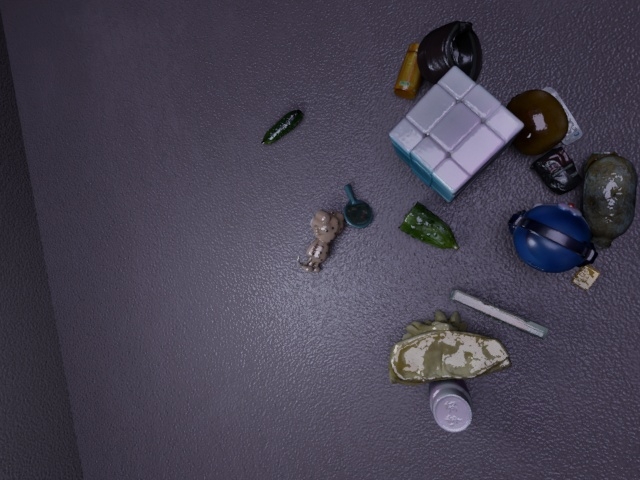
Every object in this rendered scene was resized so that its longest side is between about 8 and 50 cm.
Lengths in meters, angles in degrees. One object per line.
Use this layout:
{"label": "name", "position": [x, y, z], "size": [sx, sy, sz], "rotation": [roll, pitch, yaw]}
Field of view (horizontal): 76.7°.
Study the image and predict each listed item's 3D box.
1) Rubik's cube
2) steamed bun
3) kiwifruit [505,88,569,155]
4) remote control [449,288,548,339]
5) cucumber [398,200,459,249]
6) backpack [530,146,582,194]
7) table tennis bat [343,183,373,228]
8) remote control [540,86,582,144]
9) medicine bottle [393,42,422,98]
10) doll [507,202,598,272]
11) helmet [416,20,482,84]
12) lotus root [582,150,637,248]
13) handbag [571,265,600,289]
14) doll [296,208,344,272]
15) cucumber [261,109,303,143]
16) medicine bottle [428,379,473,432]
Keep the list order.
{"label": "Rubik's cube", "position": [0.479, -0.364, 1.478], "size": [0.319, 0.322, 0.316], "rotation": [-46, 79, 9]}
{"label": "steamed bun", "position": [0.451, 0.390, 1.514], "size": [0.426, 0.189, 0.248], "rotation": [-13, 81, 7]}
{"label": "kiwifruit", "position": [0.774, -0.433, 1.472], "size": [0.195, 0.196, 0.234], "rotation": [-35, 78, 10]}
{"label": "remote control", "position": [0.650, 0.269, 1.496], "size": [0.343, 0.145, 0.050], "rotation": [24, 89, 15]}
{"label": "cucumber", "position": [0.435, -0.040, 1.578], "size": [0.244, 0.134, 0.134], "rotation": [37, 96, 10]}
{"label": "backpack", "position": [0.873, -0.254, 1.481], "size": [0.120, 0.106, 0.165], "rotation": [-38, 77, 6]}
{"label": "table tennis bat", "position": [0.143, -0.143, 1.685], "size": [0.124, 0.033, 0.201], "rotation": [-15, 74, -15]}
{"label": "remote control", "position": [0.890, -0.470, 1.522], "size": [0.073, 0.044, 0.229], "rotation": [-33, 88, 22]}
{"label": "medicine bottle", "position": [0.369, -0.681, 1.633], "size": [0.096, 0.096, 0.192], "rotation": [19, 93, 14]}
{"label": "doll", "position": [0.785, -0.011, 1.390], "size": [0.284, 0.310, 0.240], "rotation": [31, 97, 13]}
{"label": "helmet", "position": [0.484, -0.693, 1.544], "size": [0.177, 0.305, 0.225], "rotation": [3, 100, 39]}
{"label": "lotus root", "position": [1.007, -0.141, 1.412], "size": [0.174, 0.175, 0.351], "rotation": [1, 91, 14]}
{"label": "handbag", "position": [0.970, 0.134, 1.480], "size": [0.061, 0.027, 0.083], "rotation": [36, 97, 13]}
{"label": "doll", "position": [0.001, 0.001, 1.673], "size": [0.119, 0.154, 0.278], "rotation": [32, 98, 41]}
{"label": "cucumber", "position": [-0.172, -0.495, 1.780], "size": [0.227, 0.069, 0.069], "rotation": [-35, 80, 14]}
{"label": "medicine bottle", "position": [0.470, 0.581, 1.470], "size": [0.151, 0.254, 0.152], "rotation": [-1, 87, 15]}
